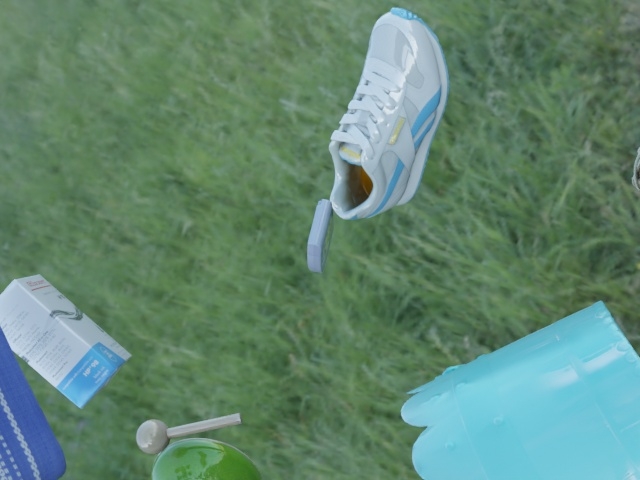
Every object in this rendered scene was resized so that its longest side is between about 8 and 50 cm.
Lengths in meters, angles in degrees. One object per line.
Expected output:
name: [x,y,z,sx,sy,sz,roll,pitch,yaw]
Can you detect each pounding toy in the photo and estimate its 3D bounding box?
pounding toy: [-0.191,0.390,1.462,0.110,0.183,0.237,-79,-18,-57]

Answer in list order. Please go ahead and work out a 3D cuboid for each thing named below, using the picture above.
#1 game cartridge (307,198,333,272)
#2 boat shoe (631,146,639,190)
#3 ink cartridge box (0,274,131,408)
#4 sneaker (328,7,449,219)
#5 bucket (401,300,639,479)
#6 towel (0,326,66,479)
game cartridge: [0.000,0.000,0.923,0.083,0.017,0.056,84,-158,-70]
boat shoe: [0.502,-0.084,1.343,0.324,0.120,0.122,-30,-42,-55]
ink cartridge box: [-0.299,0.095,1.030,0.060,0.180,0.104,-48,3,-1]
sneaker: [0.064,-0.120,0.955,0.087,0.092,0.229,32,132,33]
bucket: [0.215,0.196,0.761,0.183,0.281,0.281,-33,34,12]
towel: [-0.343,0.120,0.694,0.040,0.336,0.243,-31,83,22]
